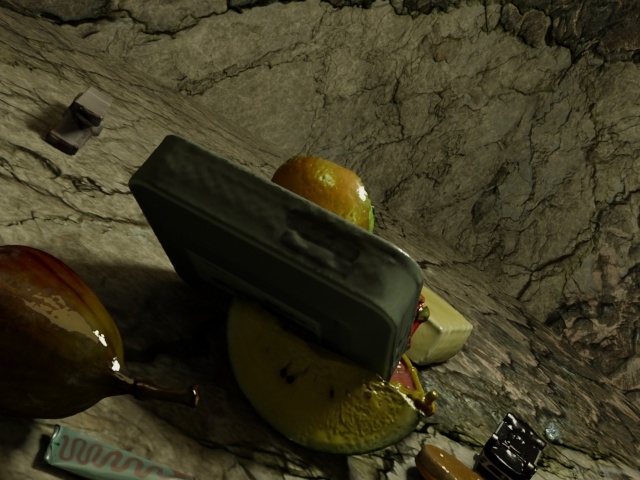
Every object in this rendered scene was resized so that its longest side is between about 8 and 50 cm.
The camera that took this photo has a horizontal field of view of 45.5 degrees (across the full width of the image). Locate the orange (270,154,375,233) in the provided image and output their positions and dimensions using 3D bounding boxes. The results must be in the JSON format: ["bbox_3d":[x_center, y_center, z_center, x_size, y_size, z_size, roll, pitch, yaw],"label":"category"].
[{"bbox_3d":[-0.007,0.004,1.462,0.262,0.335,0.196,13,24,41],"label":"orange"}]

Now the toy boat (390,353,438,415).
[{"bbox_3d":[0.133,0.239,1.355,0.141,0.099,0.318,34,8,-16],"label":"toy boat"}]

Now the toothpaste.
[{"bbox_3d":[-0.162,0.230,0.730,0.205,0.036,0.056,27,15,-15],"label":"toothpaste"}]

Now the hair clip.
[{"bbox_3d":[-0.505,-0.262,1.645,0.085,0.101,0.331,27,11,-14],"label":"hair clip"}]

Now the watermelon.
[{"bbox_3d":[-0.012,0.198,1.026,0.301,0.129,0.123,30,16,2],"label":"watermelon"}]

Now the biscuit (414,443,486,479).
[{"bbox_3d":[0.213,0.376,1.135,0.170,0.050,0.170,36,4,-3],"label":"biscuit"}]

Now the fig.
[{"bbox_3d":[-0.240,0.103,0.712,0.274,0.145,0.170,21,10,12],"label":"fig"}]

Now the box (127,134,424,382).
[{"bbox_3d":[-0.057,0.053,1.084,0.396,0.111,0.396,28,-21,15],"label":"box"}]

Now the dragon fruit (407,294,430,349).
[{"bbox_3d":[0.102,0.134,1.330,0.172,0.166,0.160,5,60,-22],"label":"dragon fruit"}]

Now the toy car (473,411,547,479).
[{"bbox_3d":[0.308,0.370,1.284,0.089,0.108,0.209,40,17,16],"label":"toy car"}]

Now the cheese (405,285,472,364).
[{"bbox_3d":[0.203,0.171,1.749,0.242,0.124,0.265,43,13,22],"label":"cheese"}]

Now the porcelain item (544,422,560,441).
[{"bbox_3d":[0.541,0.449,1.781,0.036,0.028,0.083,20,9,16],"label":"porcelain item"}]
